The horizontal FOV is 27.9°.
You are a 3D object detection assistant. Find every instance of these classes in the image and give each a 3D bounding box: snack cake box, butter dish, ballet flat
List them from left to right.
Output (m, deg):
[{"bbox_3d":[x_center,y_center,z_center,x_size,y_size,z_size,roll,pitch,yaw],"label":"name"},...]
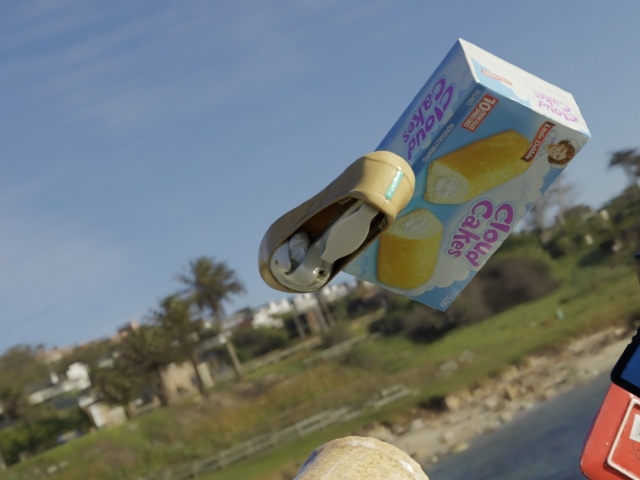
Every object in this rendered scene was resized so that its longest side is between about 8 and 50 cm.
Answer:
[{"bbox_3d":[0.000,0.000,1.188,0.232,0.080,0.073,-46,17,45],"label":"ballet flat"},{"bbox_3d":[0.138,-0.063,1.355,0.152,0.089,0.264,22,-58,-24],"label":"snack cake box"},{"bbox_3d":[0.429,0.292,1.820,0.160,0.160,0.118,-63,13,-18],"label":"butter dish"}]

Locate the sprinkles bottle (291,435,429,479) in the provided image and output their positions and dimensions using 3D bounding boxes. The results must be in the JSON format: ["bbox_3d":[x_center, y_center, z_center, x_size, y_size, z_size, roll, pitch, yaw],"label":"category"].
[{"bbox_3d":[-0.027,0.247,0.845,0.121,0.121,0.355,-27,3,26],"label":"sprinkles bottle"}]

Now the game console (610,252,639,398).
[{"bbox_3d":[0.348,0.097,1.298,0.085,0.124,0.144,-31,26,-16],"label":"game console"}]
